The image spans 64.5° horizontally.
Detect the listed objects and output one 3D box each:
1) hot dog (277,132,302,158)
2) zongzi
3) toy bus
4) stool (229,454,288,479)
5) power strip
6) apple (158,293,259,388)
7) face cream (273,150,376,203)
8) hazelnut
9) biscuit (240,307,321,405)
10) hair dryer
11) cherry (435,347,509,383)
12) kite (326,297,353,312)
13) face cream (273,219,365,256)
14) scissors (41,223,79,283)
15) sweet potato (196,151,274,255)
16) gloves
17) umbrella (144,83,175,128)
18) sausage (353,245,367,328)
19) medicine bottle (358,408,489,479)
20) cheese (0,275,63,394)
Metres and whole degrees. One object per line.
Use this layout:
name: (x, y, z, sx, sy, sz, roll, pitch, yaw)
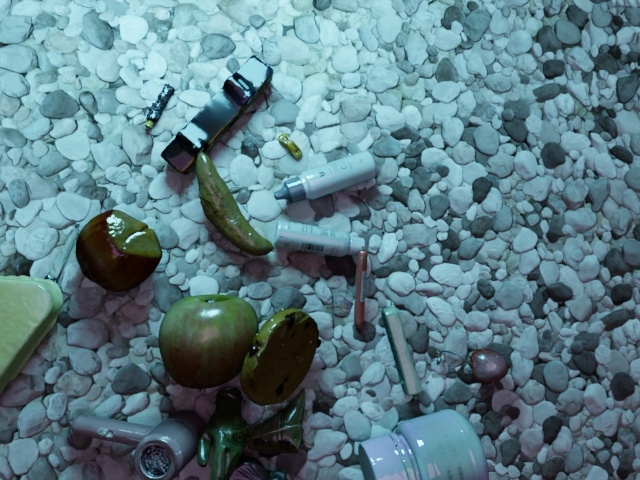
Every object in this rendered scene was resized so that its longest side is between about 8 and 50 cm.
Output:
hot dog: (-0.091, -0.287, 1.527, 0.090, 0.034, 0.030, 45, 78, -3)
zongzi: (-0.139, 0.505, 1.439, 0.189, 0.081, 0.177, 3, 62, 3)
toy bus: (-0.293, -0.362, 1.467, 0.093, 0.092, 0.408, 40, 79, -2)
stool: (-0.177, 0.654, 1.378, 0.218, 0.121, 0.125, 5, 82, -8)
power strip: (0.238, 0.325, 1.508, 0.048, 0.080, 0.285, -14, 87, -10)
apple: (-0.290, 0.261, 1.328, 0.257, 0.257, 0.233, 2, 88, -10)
face cream: (0.010, -0.179, 1.508, 0.312, 0.092, 0.092, -22, 89, -11)
hazelnut: (-0.542, 0.030, 1.356, 0.212, 0.181, 0.181, 50, 50, -4)
biscuit: (-0.110, 0.311, 1.368, 0.075, 0.296, 0.295, 19, 79, 32)
hair dryer: (-0.493, 0.511, 1.307, 0.353, 0.210, 0.125, 7, 88, 5)
cherry: (0.463, 0.383, 1.547, 0.226, 0.090, 0.106, 0, 88, 3)
kite: (0.061, 0.191, 1.527, 0.078, 0.002, 0.044, 16, 82, -9)
face cream: (0.000, 0.000, 1.494, 0.269, 0.082, 0.081, 10, 83, -9)
scissors: (-0.725, 0.090, 1.377, 0.109, 0.022, 0.299, 25, 84, -5)
sweet potato: (-0.271, -0.084, 1.444, 0.114, 0.092, 0.341, -31, 100, 19)
gloves: (-0.251, 0.516, 1.330, 0.136, 0.107, 0.268, 17, 48, -20)
umbrella: (-0.468, -0.390, 1.465, 0.040, 0.037, 0.143, 29, 77, -20)
sausage: (0.118, 0.140, 1.497, 0.034, 0.034, 0.253, -1, 103, -11)
medicine bottle: (0.277, 0.620, 1.405, 0.302, 0.241, 0.240, -12, 87, -11)
cheese: (-0.841, 0.212, 1.292, 0.385, 0.104, 0.383, 0, 87, -6)
